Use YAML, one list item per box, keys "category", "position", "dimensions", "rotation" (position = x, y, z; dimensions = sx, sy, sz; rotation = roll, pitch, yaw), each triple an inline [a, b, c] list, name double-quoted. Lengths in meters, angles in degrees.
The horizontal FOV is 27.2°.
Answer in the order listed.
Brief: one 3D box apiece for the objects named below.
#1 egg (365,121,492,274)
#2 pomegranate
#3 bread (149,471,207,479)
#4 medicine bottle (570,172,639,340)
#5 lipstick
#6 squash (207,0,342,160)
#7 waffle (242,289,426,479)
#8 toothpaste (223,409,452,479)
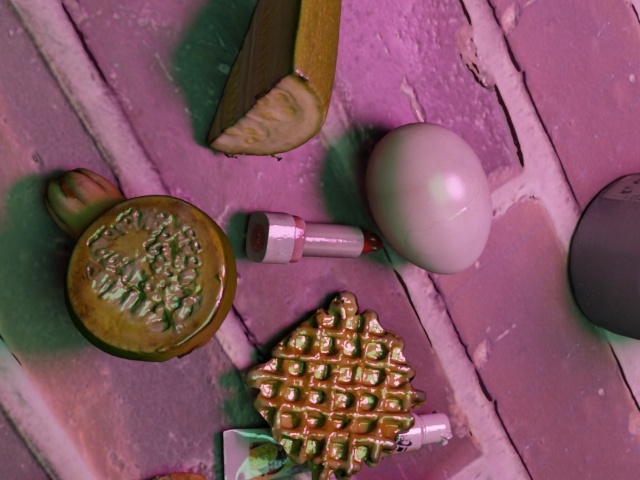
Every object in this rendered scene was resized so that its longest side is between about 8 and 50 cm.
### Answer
- category: "egg"
  position: [0.140, -0.050, 1.660]
  dimensions: [0.151, 0.151, 0.209]
  rotation: [-37, 117, -17]
- category: "pomegranate"
  position: [-0.215, 0.037, 1.498]
  dimensions: [0.241, 0.159, 0.189]
  rotation: [19, 81, -2]
- category: "bread"
  position: [-0.181, 0.317, 1.614]
  dimensions: [0.110, 0.060, 0.066]
  rotation: [-5, 71, -27]
- category: "medicine bottle"
  position: [0.521, 0.040, 1.798]
  dimensions: [0.245, 0.290, 0.245]
  rotation: [-5, 101, -27]
- category: "lipstick"
  position: [-0.001, 0.000, 1.654]
  dimensions: [0.186, 0.057, 0.063]
  rotation: [4, 98, -34]
- category: "squash"
  position: [-0.035, -0.256, 1.598]
  dimensions: [0.111, 0.203, 0.288]
  rotation: [20, 55, -29]
- category: "waffle"
  position: [0.026, 0.192, 1.682]
  dimensions: [0.223, 0.054, 0.204]
  rotation: [-39, 94, -24]
- category: "toothpaste"
  position: [0.022, 0.261, 1.719]
  dimensions: [0.314, 0.056, 0.058]
  rotation: [-6, 59, -23]
